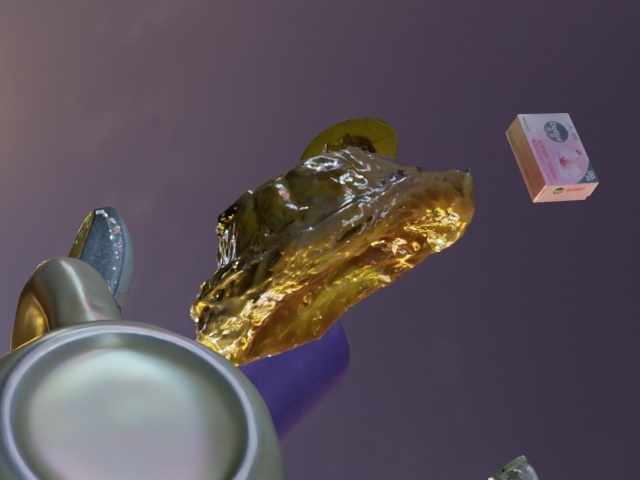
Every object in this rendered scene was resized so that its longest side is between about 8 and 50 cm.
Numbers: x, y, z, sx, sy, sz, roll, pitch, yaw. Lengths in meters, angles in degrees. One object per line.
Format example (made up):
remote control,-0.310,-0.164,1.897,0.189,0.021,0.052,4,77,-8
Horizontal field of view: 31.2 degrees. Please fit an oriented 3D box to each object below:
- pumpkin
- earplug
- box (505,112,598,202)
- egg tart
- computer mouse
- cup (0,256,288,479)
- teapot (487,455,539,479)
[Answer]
pumpkin,0.063,-0.119,2.187,0.217,0.110,0.217,-14,-132,16
earplug,-0.125,0.242,1.742,0.215,0.456,0.215,6,-71,19
box,0.322,-0.116,1.598,0.043,0.089,0.125,118,-39,-53
egg tart,0.000,0.000,1.239,0.352,0.352,0.150,-43,-107,42
computer mouse,-0.238,0.069,1.176,0.113,0.068,0.229,-40,-150,54
cup,-0.113,0.133,0.638,0.255,0.173,0.202,-84,-169,-51
teapot,0.278,0.348,1.645,0.064,0.064,0.083,-124,-159,-58
